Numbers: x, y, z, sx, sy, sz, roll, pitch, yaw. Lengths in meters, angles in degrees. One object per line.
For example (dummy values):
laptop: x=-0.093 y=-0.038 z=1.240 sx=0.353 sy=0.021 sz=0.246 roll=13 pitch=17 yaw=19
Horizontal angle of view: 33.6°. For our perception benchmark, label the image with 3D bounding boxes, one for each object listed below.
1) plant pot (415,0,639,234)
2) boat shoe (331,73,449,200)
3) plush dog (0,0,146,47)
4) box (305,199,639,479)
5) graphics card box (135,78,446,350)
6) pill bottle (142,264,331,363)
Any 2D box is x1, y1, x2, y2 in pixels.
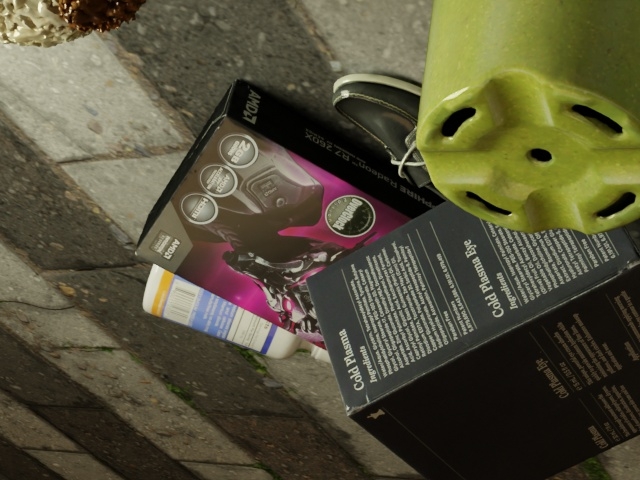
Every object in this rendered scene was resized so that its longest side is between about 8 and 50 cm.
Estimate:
plant pot: x=0.186 y=-0.153 z=0.812 sx=0.276 sy=0.253 sz=0.276 roll=14 pitch=149 yaw=9
boat shoe: x=0.111 y=-0.098 z=1.117 sx=0.233 sy=0.079 sz=0.084 roll=30 pitch=149 yaw=-17
plush dog: x=-0.222 y=-0.256 z=0.891 sx=0.263 sy=0.225 sz=0.210 roll=5 pitch=147 yaw=21
box: x=0.209 y=0.109 z=1.141 sx=0.313 sy=0.178 sz=0.343 roll=-30 pitch=139 yaw=12
graphics card box: x=0.000 y=0.000 z=1.241 sx=0.371 sy=0.094 sz=0.232 roll=30 pitch=125 yaw=-15
pill bottle: x=-0.086 y=0.069 z=1.415 sx=0.272 sy=0.152 sz=0.152 roll=20 pitch=149 yaw=-4
